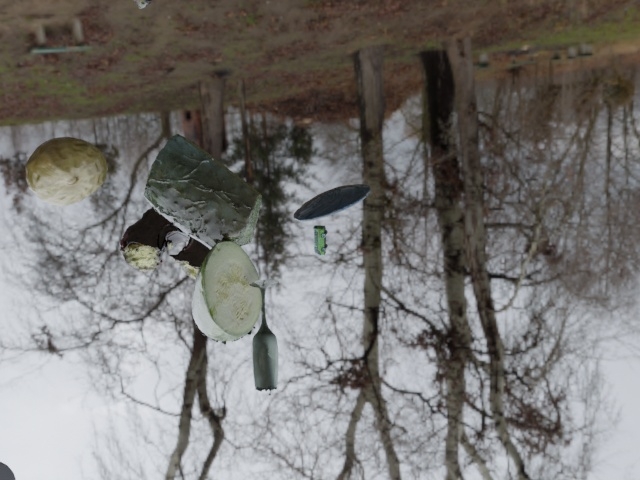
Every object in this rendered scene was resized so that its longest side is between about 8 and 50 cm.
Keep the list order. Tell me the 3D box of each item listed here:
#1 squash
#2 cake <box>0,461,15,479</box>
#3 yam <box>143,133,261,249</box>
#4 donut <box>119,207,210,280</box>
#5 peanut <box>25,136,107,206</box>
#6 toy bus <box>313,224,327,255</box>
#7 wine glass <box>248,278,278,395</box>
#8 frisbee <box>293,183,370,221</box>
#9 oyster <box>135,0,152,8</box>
[{"bbox_3d":[-0.202,0.122,1.517,0.189,0.189,0.260,-9,161,-24],"label":"squash"},{"bbox_3d":[-0.781,0.558,1.404,0.178,0.185,0.208,1,157,15],"label":"cake"},{"bbox_3d":[-0.267,-0.098,1.539,0.271,0.201,0.202,30,-178,5],"label":"yam"},{"bbox_3d":[-0.396,0.001,1.938,0.345,0.136,0.259,15,-130,14],"label":"donut"},{"bbox_3d":[-0.462,-0.125,1.193,0.140,0.109,0.159,-41,179,-11],"label":"peanut"},{"bbox_3d":[0.000,0.000,1.813,0.037,0.083,0.031,4,-156,11],"label":"toy bus"},{"bbox_3d":[-0.127,0.219,1.498,0.074,0.262,0.074,-3,159,-1],"label":"wine glass"},{"bbox_3d":[0.034,-0.146,2.275,0.289,0.049,0.289,-21,-164,6],"label":"frisbee"},{"bbox_3d":[-0.401,-0.604,1.433,0.198,0.260,0.092,27,-121,-3],"label":"oyster"}]
